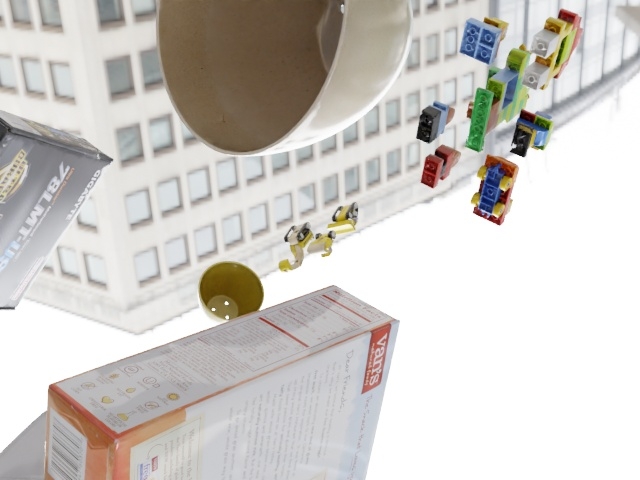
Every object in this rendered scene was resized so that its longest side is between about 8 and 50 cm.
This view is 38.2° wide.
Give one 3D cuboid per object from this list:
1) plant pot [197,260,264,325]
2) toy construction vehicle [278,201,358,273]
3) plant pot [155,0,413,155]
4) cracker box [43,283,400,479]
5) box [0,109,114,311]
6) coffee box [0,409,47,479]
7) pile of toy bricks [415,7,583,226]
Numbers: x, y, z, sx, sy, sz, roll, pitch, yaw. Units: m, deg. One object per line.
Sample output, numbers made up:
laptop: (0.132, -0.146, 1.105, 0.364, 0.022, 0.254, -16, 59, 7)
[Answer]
plant pot: (-0.190, 0.122, 1.863, 0.134, 0.095, 0.134, 10, -122, -15)
toy construction vehicle: (0.000, 0.000, 1.093, 0.086, 0.035, 0.098, -14, -154, 28)
plant pot: (-0.012, -0.227, 0.972, 0.191, 0.284, 0.284, -2, -162, -45)
cracker box: (-0.057, 0.132, 0.577, 0.067, 0.155, 0.232, 28, -152, 36)
box: (-0.459, -0.033, 1.312, 0.073, 0.295, 0.293, 37, -175, 15)
coffee box: (-0.288, 0.278, 0.964, 0.098, 0.141, 0.246, -48, -176, -33)
pile of toy bricks: (0.172, -0.130, 0.868, 0.118, 0.212, 0.105, 29, -136, 24)
